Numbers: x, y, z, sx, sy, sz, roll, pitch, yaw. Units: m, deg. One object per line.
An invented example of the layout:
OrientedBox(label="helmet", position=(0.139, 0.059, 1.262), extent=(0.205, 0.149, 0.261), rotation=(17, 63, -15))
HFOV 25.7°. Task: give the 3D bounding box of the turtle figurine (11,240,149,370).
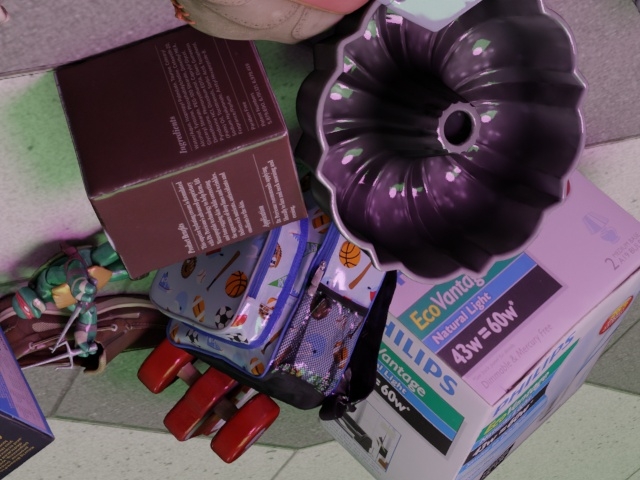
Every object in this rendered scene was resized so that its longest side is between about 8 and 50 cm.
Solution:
OrientedBox(label="turtle figurine", position=(-0.273, 0.054, 1.639), extent=(0.234, 0.118, 0.175), rotation=(-32, 167, -12))

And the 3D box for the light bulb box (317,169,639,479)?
OrientedBox(label="light bulb box", position=(0.212, 0.126, 1.826), extent=(0.358, 0.225, 0.361), rotation=(-38, 159, -28))

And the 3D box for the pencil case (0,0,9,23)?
OrientedBox(label="pencil case", position=(-0.460, -0.196, 1.073), extent=(0.410, 0.160, 0.184), rotation=(-18, 110, -4))

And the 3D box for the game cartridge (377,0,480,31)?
OrientedBox(label="game cartridge", position=(0.072, -0.323, 1.229), extent=(0.198, 0.062, 0.297), rotation=(-31, 131, 21))

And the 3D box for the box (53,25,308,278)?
OrientedBox(label="box", position=(-0.138, -0.096, 1.426), extent=(0.203, 0.167, 0.168), rotation=(-19, 150, -4))

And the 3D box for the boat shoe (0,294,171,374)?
OrientedBox(label="boat shoe", position=(-0.289, 0.130, 1.770), extent=(0.257, 0.095, 0.095), rotation=(2, 143, -34))

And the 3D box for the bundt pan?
OrientedBox(label="bundt pan", position=(0.112, -0.128, 1.461), extent=(0.330, 0.124, 0.331), rotation=(-8, 107, -26))

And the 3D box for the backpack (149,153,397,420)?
OrientedBox(label="backpack", position=(-0.047, 0.031, 1.592), extent=(0.213, 0.276, 0.263), rotation=(41, 75, -40))

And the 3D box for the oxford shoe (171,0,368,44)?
OrientedBox(label="oxford shoe", position=(-0.106, -0.237, 1.266), extent=(0.348, 0.123, 0.130), rotation=(10, 140, -42))

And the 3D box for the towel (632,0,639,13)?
OrientedBox(label="towel", position=(0.482, -0.275, 1.460), extent=(0.283, 0.235, 0.121), rotation=(-25, 144, 7))

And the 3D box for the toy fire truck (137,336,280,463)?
OrientedBox(label="toy fire truck", position=(-0.086, 0.145, 1.853), extent=(0.302, 0.169, 0.254), rotation=(-49, 172, 6))

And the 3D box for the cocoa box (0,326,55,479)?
OrientedBox(label="cocoa box", position=(-0.523, 0.208, 1.564), extent=(0.347, 0.231, 0.228), rotation=(-37, 150, 4))
